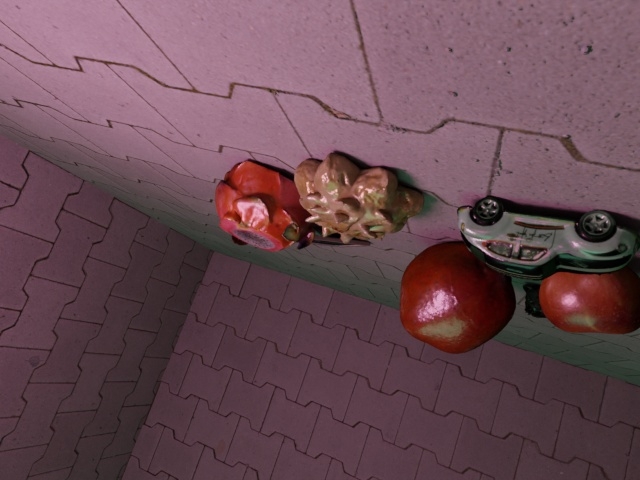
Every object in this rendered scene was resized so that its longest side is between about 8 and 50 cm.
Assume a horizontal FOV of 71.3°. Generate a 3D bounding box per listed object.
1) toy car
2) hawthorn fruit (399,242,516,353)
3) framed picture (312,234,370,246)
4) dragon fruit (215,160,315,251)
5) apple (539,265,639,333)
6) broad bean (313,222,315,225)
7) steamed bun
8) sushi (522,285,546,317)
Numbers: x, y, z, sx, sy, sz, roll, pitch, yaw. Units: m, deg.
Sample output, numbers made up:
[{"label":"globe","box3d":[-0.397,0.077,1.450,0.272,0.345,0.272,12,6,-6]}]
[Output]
[{"label":"toy car","box3d":[0.398,0.011,0.821,0.306,0.125,0.136,14,167,31]},{"label":"hawthorn fruit","box3d":[0.350,0.148,1.149,0.295,0.295,0.311,24,172,-19]},{"label":"framed picture","box3d":[0.000,0.000,1.525,0.281,0.019,0.209,7,175,-24]},{"label":"dragon fruit","box3d":[-0.144,-0.070,1.181,0.291,0.189,0.290,19,169,4]},{"label":"apple","box3d":[0.560,0.109,0.921,0.201,0.162,0.201,-2,173,0]},{"label":"broad bean","box3d":[-0.094,-0.064,1.397,0.165,0.084,0.114,4,179,36]},{"label":"steamed bun","box3d":[0.067,-0.072,0.969,0.296,0.137,0.292,17,166,22]},{"label":"sushi","box3d":[0.646,0.176,1.307,0.094,0.098,0.084,-4,165,18]}]
